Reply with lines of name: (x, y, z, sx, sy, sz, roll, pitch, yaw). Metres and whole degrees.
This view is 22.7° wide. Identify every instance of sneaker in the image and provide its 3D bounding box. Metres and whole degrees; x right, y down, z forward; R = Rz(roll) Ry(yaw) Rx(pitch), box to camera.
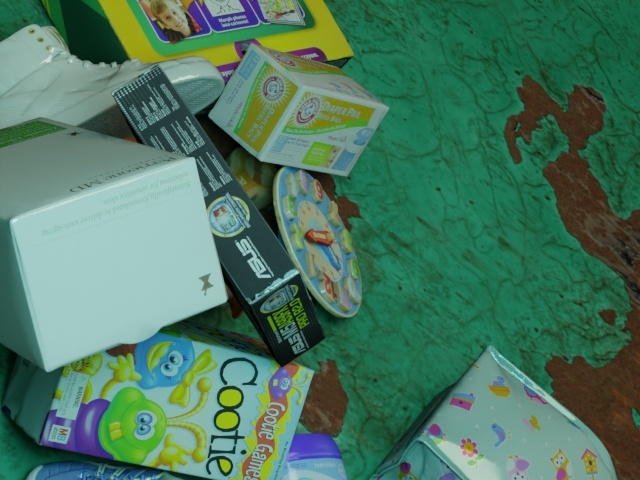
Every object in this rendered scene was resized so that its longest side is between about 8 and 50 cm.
sneaker: (-0.268, -0.192, 1.828, 0.292, 0.108, 0.169, -19, 66, -1)
sneaker: (-0.208, 0.263, 1.675, 0.211, 0.081, 0.080, 12, 57, -30)

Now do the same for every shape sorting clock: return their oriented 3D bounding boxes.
shape sorting clock: (0.000, 0.000, 1.990, 0.206, 0.040, 0.206, 47, 31, -42)

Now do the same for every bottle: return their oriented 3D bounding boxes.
bottle: (-0.002, 0.356, 1.764, 0.118, 0.092, 0.283, 4, 60, -40)

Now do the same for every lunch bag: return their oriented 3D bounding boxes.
lunch bag: (0.225, 0.297, 1.935, 0.262, 0.160, 0.223, 43, 44, 1)

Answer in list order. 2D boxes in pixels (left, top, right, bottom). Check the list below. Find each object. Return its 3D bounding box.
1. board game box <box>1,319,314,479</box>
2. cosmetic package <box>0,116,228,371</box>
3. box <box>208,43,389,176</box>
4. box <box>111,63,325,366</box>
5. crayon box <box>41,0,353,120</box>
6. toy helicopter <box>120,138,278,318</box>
board game box: (-0.172, 0.157, 1.692, 0.275, 0.142, 0.144, 16, 93, -29)
cosmetic package: (-0.270, -0.008, 1.573, 0.197, 0.365, 0.155, -21, 109, -29)
box: (-0.025, -0.162, 2.014, 0.103, 0.114, 0.203, 41, 19, 29)
box: (-0.100, -0.021, 1.619, 0.060, 0.216, 0.270, -33, 70, -5)
crayon box: (-0.176, -0.317, 2.066, 0.363, 0.106, 0.313, -18, 73, -43)
toy helicopter: (-0.132, -0.024, 1.895, 0.235, 0.140, 0.355, 46, 32, 5)
